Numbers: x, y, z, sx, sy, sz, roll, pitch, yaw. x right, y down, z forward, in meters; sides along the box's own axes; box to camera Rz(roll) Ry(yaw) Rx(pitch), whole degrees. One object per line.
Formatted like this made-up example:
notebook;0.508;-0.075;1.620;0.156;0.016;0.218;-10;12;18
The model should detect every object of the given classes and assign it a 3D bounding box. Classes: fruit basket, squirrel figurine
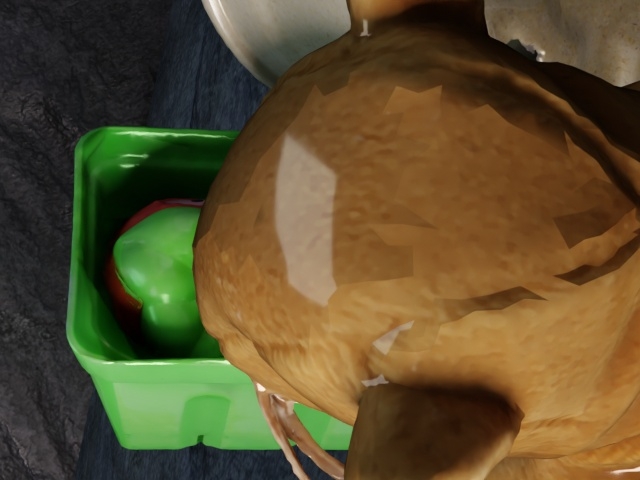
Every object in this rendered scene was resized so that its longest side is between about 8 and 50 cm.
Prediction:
fruit basket;0.000;0.000;1.031;0.282;0.392;0.392;-97;26;-43
squirrel figurine;0.163;0.008;0.487;0.397;0.370;0.281;-8;71;50

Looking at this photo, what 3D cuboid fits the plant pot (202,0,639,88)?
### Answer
plant pot;0.114;-0.214;0.979;0.305;0.334;0.333;36;113;58
